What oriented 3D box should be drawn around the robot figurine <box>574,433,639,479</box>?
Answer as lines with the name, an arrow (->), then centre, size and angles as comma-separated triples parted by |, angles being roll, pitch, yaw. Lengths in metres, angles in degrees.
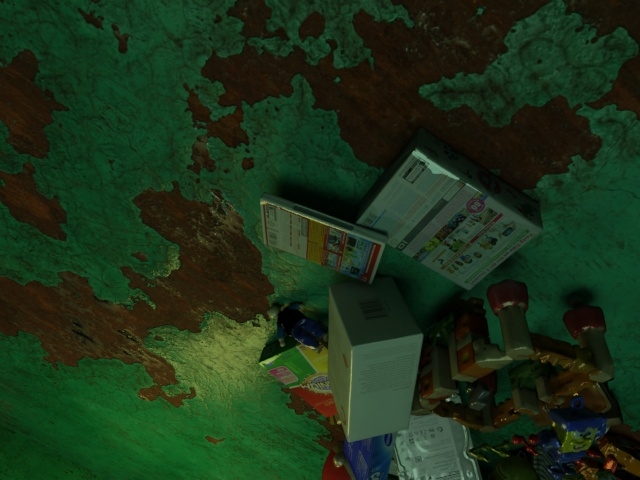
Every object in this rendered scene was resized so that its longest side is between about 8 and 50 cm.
robot figurine -> 0.912, 0.683, 1.450 | 0.291, 0.085, 0.211 | 28, 112, -8

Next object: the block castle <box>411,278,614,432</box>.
block castle -> 0.419, 0.279, 1.190 | 0.302, 0.213, 0.453 | 17, 139, -15

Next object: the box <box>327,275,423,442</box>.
box -> 0.122, 0.295, 1.224 | 0.168, 0.215, 0.345 | -7, 126, -11

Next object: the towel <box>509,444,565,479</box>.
towel -> 0.695, 0.824, 1.546 | 0.121, 0.235, 0.284 | -22, 120, 36

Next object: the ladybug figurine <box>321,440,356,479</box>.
ladybug figurine -> 0.134, 0.879, 1.694 | 0.161, 0.305, 0.449 | -34, 116, -8

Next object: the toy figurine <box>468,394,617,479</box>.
toy figurine -> 0.571, 0.467, 1.209 | 0.362, 0.191, 0.217 | 2, 107, -16

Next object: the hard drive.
hard drive -> 0.326, 0.613, 1.426 | 0.236, 0.064, 0.339 | -14, 92, 3

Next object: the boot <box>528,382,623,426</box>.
boot -> 0.655, 0.414, 1.316 | 0.220, 0.109, 0.283 | -18, 130, 31

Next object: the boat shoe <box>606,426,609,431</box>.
boat shoe -> 0.780, 0.558, 1.429 | 0.040, 0.049, 0.142 | 32, 131, 13

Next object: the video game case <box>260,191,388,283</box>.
video game case -> 0.000, 0.000, 1.119 | 0.285, 0.025, 0.204 | 21, 152, 8

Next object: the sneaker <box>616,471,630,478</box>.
sneaker -> 0.910, 0.804, 1.583 | 0.208, 0.094, 0.081 | -46, 63, 23

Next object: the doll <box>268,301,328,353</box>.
doll -> -0.069, 0.235, 1.343 | 0.189, 0.129, 0.046 | 30, 174, 22

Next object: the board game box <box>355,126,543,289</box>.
board game box -> 0.261, -0.055, 1.024 | 0.303, 0.098, 0.224 | 31, 131, -9

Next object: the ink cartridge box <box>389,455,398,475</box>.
ink cartridge box -> 0.247, 0.658, 1.559 | 0.153, 0.087, 0.208 | 16, 133, 3

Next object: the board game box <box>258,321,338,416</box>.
board game box -> 0.008, 0.400, 1.487 | 0.242, 0.064, 0.316 | -31, 116, 33

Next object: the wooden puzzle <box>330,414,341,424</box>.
wooden puzzle -> 0.067, 0.560, 1.614 | 0.014, 0.079, 0.116 | -2, 157, -46

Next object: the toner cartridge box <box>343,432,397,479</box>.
toner cartridge box -> 0.140, 0.578, 1.432 | 0.075, 0.165, 0.348 | -12, 129, -18
